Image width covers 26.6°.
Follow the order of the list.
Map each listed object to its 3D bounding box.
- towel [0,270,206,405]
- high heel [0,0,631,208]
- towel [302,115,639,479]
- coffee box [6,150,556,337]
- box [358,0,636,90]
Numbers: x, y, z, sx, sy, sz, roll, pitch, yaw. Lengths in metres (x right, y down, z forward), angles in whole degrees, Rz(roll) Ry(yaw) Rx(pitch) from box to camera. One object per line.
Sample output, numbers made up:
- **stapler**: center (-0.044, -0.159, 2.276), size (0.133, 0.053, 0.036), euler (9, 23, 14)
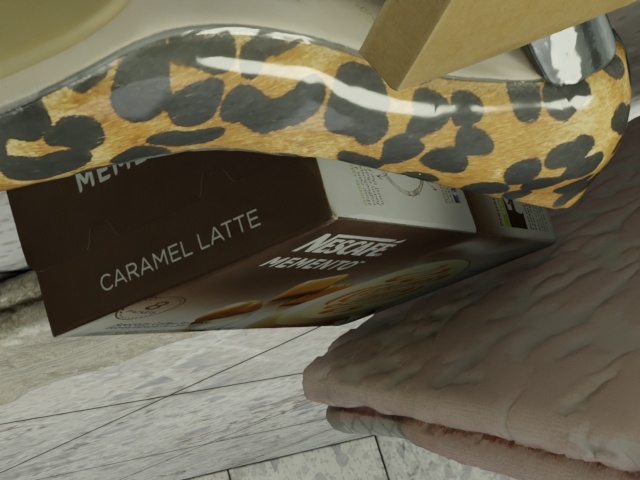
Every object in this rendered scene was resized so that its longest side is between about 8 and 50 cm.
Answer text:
- **towel**: center (-0.201, 0.067, 0.879), size (0.282, 0.049, 0.187), euler (-18, 169, 4)
- **high heel**: center (-0.027, -0.027, 0.435), size (0.261, 0.093, 0.186), euler (-25, 136, 5)
- **towel**: center (0.183, 0.005, 0.658), size (0.332, 0.053, 0.317), euler (-36, -166, -22)
- **coffee box**: center (-0.007, -0.023, 0.620), size (0.141, 0.098, 0.246), euler (-23, 167, 25)
- **box**: center (0.106, -0.125, 0.308), size (0.164, 0.021, 0.201), euler (-25, 159, -36)
